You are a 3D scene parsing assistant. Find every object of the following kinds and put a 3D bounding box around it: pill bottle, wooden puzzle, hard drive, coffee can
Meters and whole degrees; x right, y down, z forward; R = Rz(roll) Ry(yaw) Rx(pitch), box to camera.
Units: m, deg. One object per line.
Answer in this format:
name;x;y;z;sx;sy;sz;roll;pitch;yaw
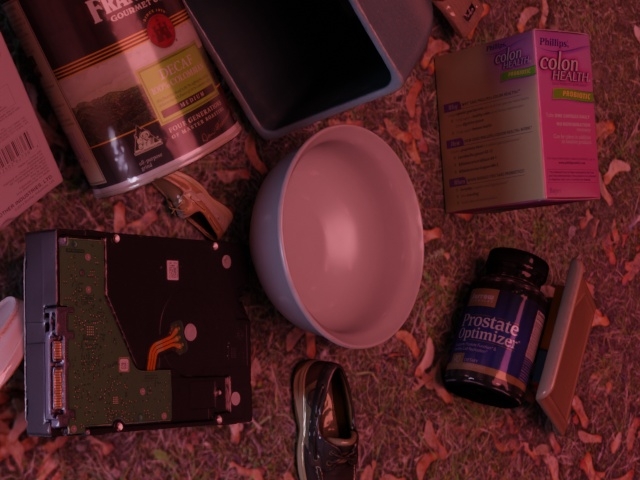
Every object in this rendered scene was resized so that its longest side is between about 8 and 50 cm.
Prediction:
pill bottle;0.267;0.128;2.026;0.122;0.122;0.219;29;69;-31
wooden puzzle;0.368;0.164;2.080;0.239;0.044;0.221;56;48;-63
hard drive;-0.213;0.112;1.658;0.339;0.064;0.237;4;82;-54
coffee can;-0.240;-0.216;1.639;0.201;0.201;0.275;-34;106;-34

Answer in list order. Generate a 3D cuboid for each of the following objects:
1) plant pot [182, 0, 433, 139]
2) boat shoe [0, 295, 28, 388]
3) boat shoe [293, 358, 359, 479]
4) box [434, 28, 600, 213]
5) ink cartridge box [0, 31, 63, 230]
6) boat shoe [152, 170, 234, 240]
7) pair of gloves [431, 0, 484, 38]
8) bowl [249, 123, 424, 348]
plant pot;0.006;-0.325;1.815;0.247;0.247;0.252;58;40;-17
boat shoe;-0.426;0.157;1.531;0.096;0.098;0.277;48;62;-24
boat shoe;0.015;0.272;1.857;0.080;0.073;0.224;-8;90;-36
box;0.287;-0.168;2.012;0.117;0.213;0.243;-2;86;-36
ink cartridge box;-0.415;-0.139;1.516;0.186;0.065;0.311;-44;138;-31
boat shoe;-0.169;-0.047;1.767;0.135;0.050;0.045;36;61;-28
pair of gloves;0.202;-0.452;2.070;0.204;0.042;0.240;45;58;-34
bowl;0.000;0.000;1.819;0.297;0.134;0.298;10;77;-49
